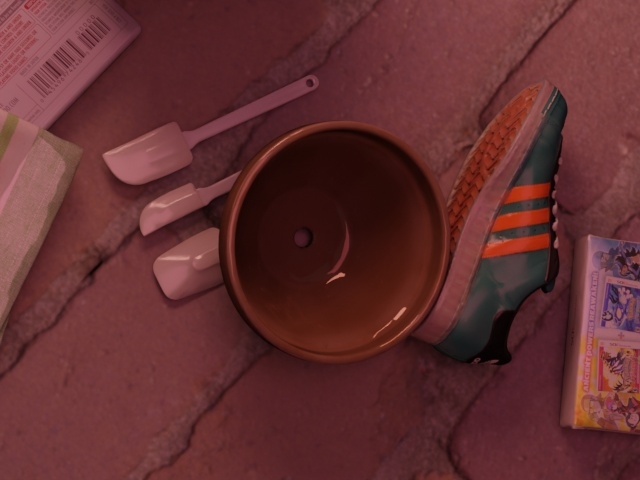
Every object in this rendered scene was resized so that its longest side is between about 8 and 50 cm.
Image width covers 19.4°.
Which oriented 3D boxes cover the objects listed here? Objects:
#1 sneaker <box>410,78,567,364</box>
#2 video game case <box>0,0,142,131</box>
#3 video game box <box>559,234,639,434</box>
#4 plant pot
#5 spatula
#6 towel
[{"bbox_3d":[0.197,-0.014,1.929,0.121,0.108,0.302,28,82,-18],"label":"sneaker"},{"bbox_3d":[-0.390,-0.193,1.820,0.300,0.036,0.329,44,77,-7],"label":"video game case"},{"bbox_3d":[0.352,0.107,1.982,0.187,0.048,0.205,8,82,-16],"label":"video game box"},{"bbox_3d":[0.000,0.000,1.855,0.237,0.110,0.237,-1,94,-24],"label":"plant pot"},{"bbox_3d":[-0.080,-0.059,1.901,0.242,0.019,0.168,-26,90,-19],"label":"spatula"},{"bbox_3d":[-0.409,-0.040,1.745,0.325,0.038,0.247,26,84,-26],"label":"towel"}]
